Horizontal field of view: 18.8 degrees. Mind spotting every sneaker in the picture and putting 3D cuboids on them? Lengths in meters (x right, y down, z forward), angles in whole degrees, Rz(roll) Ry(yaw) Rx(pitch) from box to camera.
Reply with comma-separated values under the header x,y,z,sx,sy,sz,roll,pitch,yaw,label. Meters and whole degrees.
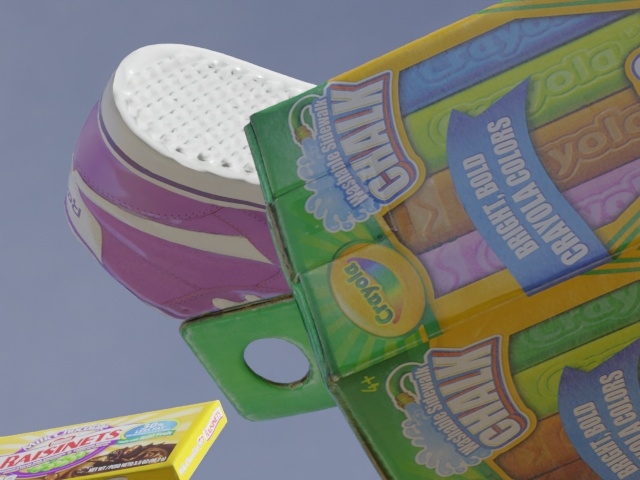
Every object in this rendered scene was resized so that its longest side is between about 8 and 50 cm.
x,y,z,sx,sy,sz,roll,pitch,yaw,label
0.000,-0.001,1.044,0.282,0.102,0.161,23,-39,-9,sneaker

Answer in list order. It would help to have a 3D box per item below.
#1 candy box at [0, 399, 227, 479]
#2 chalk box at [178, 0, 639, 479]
x,y,z,sx,sy,sz,roll,pitch,yaw,label
-0.183,0.173,1.510,0.205,0.105,0.027,-12,-72,22,candy box
0.059,0.015,0.682,0.213,0.132,0.132,-25,-42,6,chalk box
